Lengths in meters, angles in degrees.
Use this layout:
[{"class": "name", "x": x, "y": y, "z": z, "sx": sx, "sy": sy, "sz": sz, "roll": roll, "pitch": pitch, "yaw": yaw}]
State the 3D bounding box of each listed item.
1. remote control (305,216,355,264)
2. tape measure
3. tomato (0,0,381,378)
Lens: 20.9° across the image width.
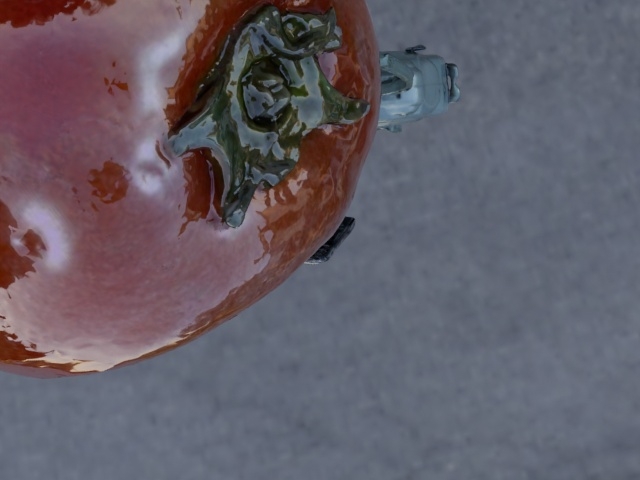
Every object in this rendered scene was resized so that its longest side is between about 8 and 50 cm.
[{"class": "remote control", "x": 0.000, "y": 0.000, "z": 1.473, "sx": 0.039, "sy": 0.096, "sz": 0.014, "roll": 9, "pitch": 113, "yaw": 14}, {"class": "tape measure", "x": 0.017, "y": -0.129, "z": 1.533, "sx": 0.164, "sy": 0.084, "sz": 0.330, "roll": -10, "pitch": -178, "yaw": 20}, {"class": "tomato", "x": -0.122, "y": -0.079, "z": 1.020, "sx": 0.289, "sy": 0.325, "sz": 0.293, "roll": 2, "pitch": 128, "yaw": 42}]
